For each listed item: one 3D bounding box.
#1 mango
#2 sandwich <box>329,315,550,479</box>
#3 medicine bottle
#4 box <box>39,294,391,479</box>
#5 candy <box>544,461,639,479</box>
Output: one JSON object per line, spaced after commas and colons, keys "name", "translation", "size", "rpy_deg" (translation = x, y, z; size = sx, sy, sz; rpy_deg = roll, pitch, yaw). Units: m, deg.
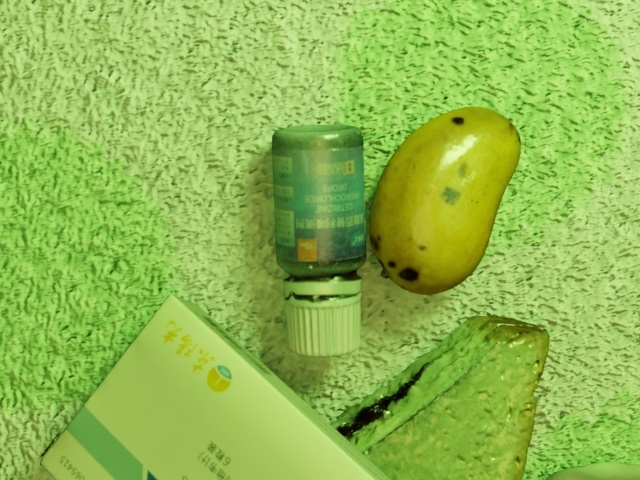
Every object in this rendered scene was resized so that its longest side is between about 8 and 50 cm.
{"name": "mango", "translation": [0.107, -0.039, 1.196], "size": [0.115, 0.090, 0.178], "rpy_deg": [20, 94, -18]}
{"name": "sandwich", "translation": [0.069, 0.203, 1.227], "size": [0.254, 0.099, 0.288], "rpy_deg": [8, 99, -7]}
{"name": "medicine bottle", "translation": [0.000, 0.000, 1.195], "size": [0.083, 0.083, 0.203], "rpy_deg": [-3, 102, -5]}
{"name": "box", "translation": [-0.064, 0.228, 1.151], "size": [0.343, 0.065, 0.200], "rpy_deg": [40, 95, 22]}
{"name": "candy", "translation": [0.264, 0.405, 1.230], "size": [0.145, 0.208, 0.359], "rpy_deg": [5, 100, 0]}
